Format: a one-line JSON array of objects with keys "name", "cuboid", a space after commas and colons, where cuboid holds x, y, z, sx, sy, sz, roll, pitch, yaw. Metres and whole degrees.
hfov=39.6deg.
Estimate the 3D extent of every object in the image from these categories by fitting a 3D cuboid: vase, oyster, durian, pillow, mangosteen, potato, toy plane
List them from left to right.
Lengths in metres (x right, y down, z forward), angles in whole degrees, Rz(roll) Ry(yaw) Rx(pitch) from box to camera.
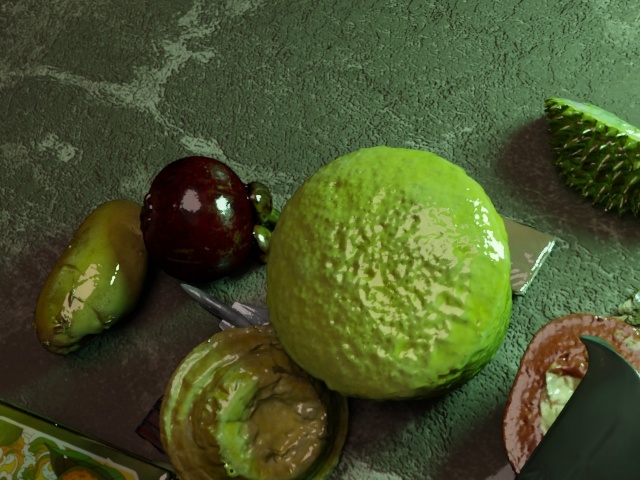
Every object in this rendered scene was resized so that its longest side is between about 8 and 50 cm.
[{"name": "potato", "cuboid": [-0.388, 0.065, 1.543, 0.173, 0.140, 0.300, 6, 57, 29]}, {"name": "mangosteen", "cuboid": [-0.175, -0.031, 1.513, 0.257, 0.215, 0.215, 7, 57, -20]}, {"name": "toy plane", "cuboid": [-0.111, 0.148, 1.423, 0.267, 0.088, 0.212, 30, 71, 9]}, {"name": "pillow", "cuboid": [0.252, 0.003, 1.443, 0.232, 0.043, 0.126, 22, 70, 25]}, {"name": "vase", "cuboid": [0.317, 0.297, 1.049, 0.251, 0.156, 0.301, 38, 98, 2]}, {"name": "durian", "cuboid": [0.488, -0.139, 1.392, 0.355, 0.157, 0.169, 35, 59, 30]}, {"name": "oyster", "cuboid": [0.491, 0.090, 1.328, 0.093, 0.034, 0.051, -33, 65, -8]}]

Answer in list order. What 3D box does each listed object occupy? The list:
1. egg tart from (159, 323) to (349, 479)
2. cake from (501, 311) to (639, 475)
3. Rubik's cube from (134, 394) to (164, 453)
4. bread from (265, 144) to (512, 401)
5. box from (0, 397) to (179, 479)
[{"name": "egg tart", "cuboid": [-0.083, 0.262, 1.271, 0.290, 0.290, 0.115, -48, 16, -12]}, {"name": "cake", "cuboid": [0.357, 0.236, 1.213, 0.177, 0.151, 0.283, 18, 77, 33]}, {"name": "Rubik's cube", "cuboid": [-0.154, 0.288, 1.404, 0.178, 0.211, 0.190, -39, 89, -31]}, {"name": "bread", "cuboid": [0.115, 0.059, 1.277, 0.348, 0.308, 0.348, -4, 78, 19]}, {"name": "box", "cuboid": [-0.430, 0.482, 1.319, 0.373, 0.138, 0.420, 15, 66, 24]}]
